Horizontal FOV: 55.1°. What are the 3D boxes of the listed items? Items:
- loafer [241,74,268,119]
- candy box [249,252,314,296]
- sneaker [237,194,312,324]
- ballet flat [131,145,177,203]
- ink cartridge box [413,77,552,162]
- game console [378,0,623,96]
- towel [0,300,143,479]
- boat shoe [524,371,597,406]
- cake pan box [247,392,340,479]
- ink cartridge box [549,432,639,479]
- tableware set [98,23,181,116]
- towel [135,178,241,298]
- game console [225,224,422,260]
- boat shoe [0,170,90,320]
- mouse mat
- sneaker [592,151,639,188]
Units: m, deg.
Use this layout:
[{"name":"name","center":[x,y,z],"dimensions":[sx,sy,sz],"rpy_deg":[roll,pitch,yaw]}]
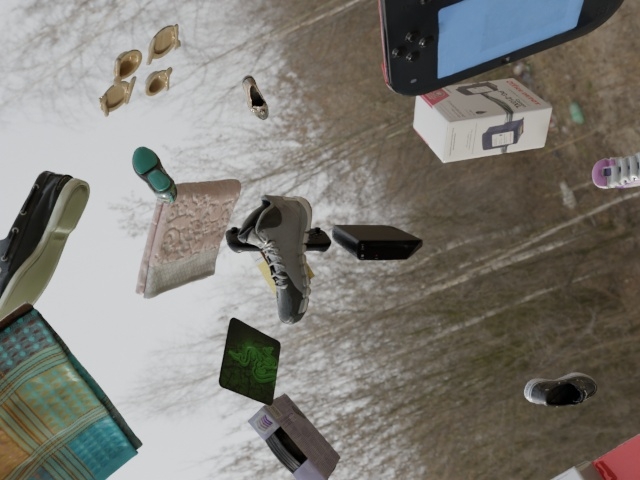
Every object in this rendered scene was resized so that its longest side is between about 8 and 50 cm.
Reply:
[{"name":"loafer","center":[-0.152,-0.331,1.457],"dimensions":[0.039,0.045,0.125],"rpy_deg":[57,174,42]},{"name":"candy box","center":[-0.109,0.042,1.569],"dimensions":[0.109,0.053,0.187],"rpy_deg":[-31,-88,-38]},{"name":"sneaker","center":[-0.088,0.029,1.061],"dimensions":[0.132,0.086,0.229],"rpy_deg":[9,-103,-40]},{"name":"ballet flat","center":[-0.387,-0.148,1.434],"dimensions":[0.188,0.070,0.070],"rpy_deg":[52,-176,38]},{"name":"ink cartridge box","center":[0.343,-0.263,1.319],"dimensions":[0.172,0.237,0.100],"rpy_deg":[-114,18,-51]},{"name":"game console","center":[0.260,-0.359,0.827],"dimensions":[0.342,0.386,0.060],"rpy_deg":[70,180,-68]},{"name":"towel","center":[-0.371,0.266,0.724],"dimensions":[0.040,0.271,0.370],"rpy_deg":[30,148,27]},{"name":"boat shoe","center":[0.608,0.372,1.505],"dimensions":[0.076,0.228,0.080],"rpy_deg":[18,99,63]},{"name":"cake pan box","center":[-0.063,0.537,1.646],"dimensions":[0.246,0.070,0.267],"rpy_deg":[45,-178,11]},{"name":"ink cartridge box","center":[0.397,0.403,0.726],"dimensions":[0.066,0.261,0.296],"rpy_deg":[10,-137,-48]},{"name":"tableware set","center":[-0.288,-0.272,0.990],"dimensions":[0.020,0.141,0.168],"rpy_deg":[42,-128,6]},{"name":"towel","center":[-0.355,-0.014,1.686],"dimensions":[0.331,0.053,0.317],"rpy_deg":[-19,-49,-65]},{"name":"game console","center":[0.000,0.000,1.186],"dimensions":[0.213,0.360,0.044],"rpy_deg":[-142,53,-75]},{"name":"boat shoe","center":[-0.595,0.011,1.233],"dimensions":[0.113,0.340,0.127],"rpy_deg":[25,178,6]},{"name":"mouse mat","center":[-0.150,0.267,1.343],"dimensions":[0.189,0.007,0.153],"rpy_deg":[40,-131,-48]},{"name":"sneaker","center":[0.849,-0.184,1.611],"dimensions":[0.104,0.236,0.095],"rpy_deg":[9,-99,-45]}]
